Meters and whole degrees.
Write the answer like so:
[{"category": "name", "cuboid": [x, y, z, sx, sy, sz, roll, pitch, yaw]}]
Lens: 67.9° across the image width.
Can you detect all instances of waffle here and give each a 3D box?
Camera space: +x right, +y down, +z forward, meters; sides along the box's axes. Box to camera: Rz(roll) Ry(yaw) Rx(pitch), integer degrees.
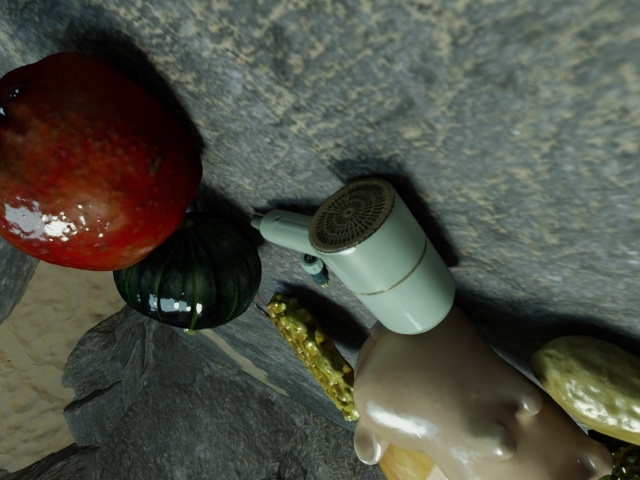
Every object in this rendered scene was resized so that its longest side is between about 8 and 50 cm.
[{"category": "waffle", "cuboid": [-0.012, 0.237, 1.002, 0.302, 0.068, 0.325, 55, 163, 3]}]

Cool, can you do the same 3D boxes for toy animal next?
[{"category": "toy animal", "cuboid": [0.189, 0.224, 0.623, 0.326, 0.237, 0.269, 49, 154, -1]}]

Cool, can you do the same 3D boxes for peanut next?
[{"category": "peanut", "cuboid": [0.352, 0.168, 0.485, 0.263, 0.101, 0.117, 15, 126, 41]}]

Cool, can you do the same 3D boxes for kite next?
[{"category": "kite", "cuboid": [-0.194, 0.150, 1.257, 0.198, 0.006, 0.244, 0, 141, 51]}]

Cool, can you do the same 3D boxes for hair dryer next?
[{"category": "hair dryer", "cuboid": [0.000, 0.000, 0.634, 0.357, 0.107, 0.173, 18, 153, 51]}]

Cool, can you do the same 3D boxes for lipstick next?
[{"category": "lipstick", "cuboid": [-0.006, 0.051, 0.791, 0.037, 0.037, 0.116, 23, 159, 22]}]

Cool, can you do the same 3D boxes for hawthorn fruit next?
[{"category": "hawthorn fruit", "cuboid": [-0.288, -0.081, 0.628, 0.265, 0.265, 0.307, 16, 160, 35]}]

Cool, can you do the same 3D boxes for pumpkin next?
[{"category": "pumpkin", "cuboid": [-0.222, 0.062, 0.815, 0.250, 0.216, 0.250, 3, -171, 0]}]

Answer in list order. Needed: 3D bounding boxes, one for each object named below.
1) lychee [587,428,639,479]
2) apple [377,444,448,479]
[{"category": "lychee", "cuboid": [0.412, 0.301, 0.612, 0.171, 0.171, 0.171, 27, 156, 13]}, {"category": "apple", "cuboid": [0.224, 0.336, 0.860, 0.309, 0.252, 0.313, 20, 109, 27]}]
